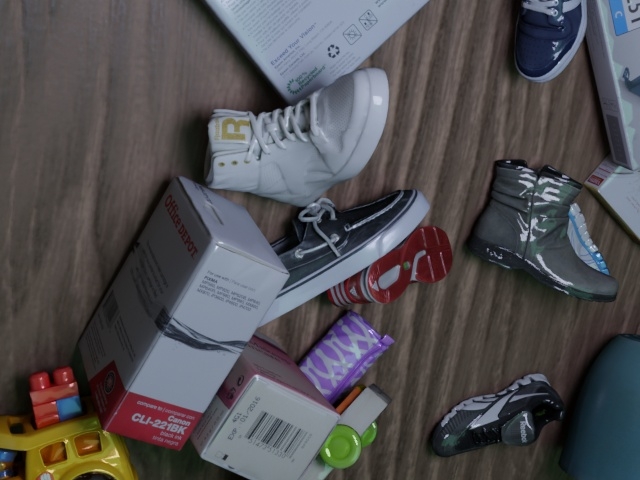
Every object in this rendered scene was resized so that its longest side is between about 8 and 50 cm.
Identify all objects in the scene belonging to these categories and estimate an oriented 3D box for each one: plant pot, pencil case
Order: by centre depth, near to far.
[{"bbox_3d":[0.011,0.197,1.460,0.086,0.088,0.206,38,91,-33],"label":"pencil case"},{"bbox_3d":[0.555,0.282,1.640,0.293,0.293,0.235,8,94,-27],"label":"plant pot"}]

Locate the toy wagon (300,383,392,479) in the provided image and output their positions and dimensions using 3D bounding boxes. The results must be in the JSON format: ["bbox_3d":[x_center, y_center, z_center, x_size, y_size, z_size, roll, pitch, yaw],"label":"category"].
[{"bbox_3d":[-0.027,0.347,1.423,0.068,0.267,0.344,42,91,10],"label":"toy wagon"}]

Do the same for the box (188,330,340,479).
[{"bbox_3d":[-0.103,0.202,1.324,0.148,0.232,0.127,31,94,-31],"label":"box"}]

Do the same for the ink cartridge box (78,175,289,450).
[{"bbox_3d":[-0.176,0.086,1.248,0.114,0.197,0.273,23,106,-31],"label":"ink cartridge box"}]

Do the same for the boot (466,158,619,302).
[{"bbox_3d":[0.351,-0.016,1.488,0.246,0.083,0.161,22,103,-1],"label":"boot"}]

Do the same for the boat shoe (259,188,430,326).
[{"bbox_3d":[-0.001,-0.001,1.365,0.306,0.113,0.105,-30,104,4],"label":"boat shoe"}]

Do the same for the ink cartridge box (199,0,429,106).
[{"bbox_3d":[-0.009,-0.378,1.229,0.324,0.071,0.330,-42,118,-4],"label":"ink cartridge box"}]

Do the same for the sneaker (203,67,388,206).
[{"bbox_3d":[-0.047,-0.123,1.213,0.169,0.292,0.108,8,64,-24],"label":"sneaker"}]

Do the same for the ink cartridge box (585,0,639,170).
[{"bbox_3d":[0.526,-0.285,1.478,0.261,0.066,0.296,-22,110,-9],"label":"ink cartridge box"}]

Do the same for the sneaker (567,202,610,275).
[{"bbox_3d":[0.386,0.016,1.577,0.083,0.071,0.190,-34,112,-1],"label":"sneaker"}]

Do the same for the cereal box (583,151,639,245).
[{"bbox_3d":[0.549,-0.123,1.599,0.173,0.047,0.240,40,91,-30],"label":"cereal box"}]

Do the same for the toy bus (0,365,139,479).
[{"bbox_3d":[-0.359,0.272,1.298,0.220,0.149,0.211,-15,103,-16],"label":"toy bus"}]

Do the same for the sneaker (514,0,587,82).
[{"bbox_3d":[0.303,-0.357,1.330,0.153,0.099,0.282,7,103,-58],"label":"sneaker"}]

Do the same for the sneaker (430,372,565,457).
[{"bbox_3d":[0.291,0.292,1.616,0.234,0.106,0.078,-22,117,-15],"label":"sneaker"}]

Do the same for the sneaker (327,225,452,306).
[{"bbox_3d":[0.088,0.036,1.445,0.221,0.128,0.087,-17,96,-50],"label":"sneaker"}]
